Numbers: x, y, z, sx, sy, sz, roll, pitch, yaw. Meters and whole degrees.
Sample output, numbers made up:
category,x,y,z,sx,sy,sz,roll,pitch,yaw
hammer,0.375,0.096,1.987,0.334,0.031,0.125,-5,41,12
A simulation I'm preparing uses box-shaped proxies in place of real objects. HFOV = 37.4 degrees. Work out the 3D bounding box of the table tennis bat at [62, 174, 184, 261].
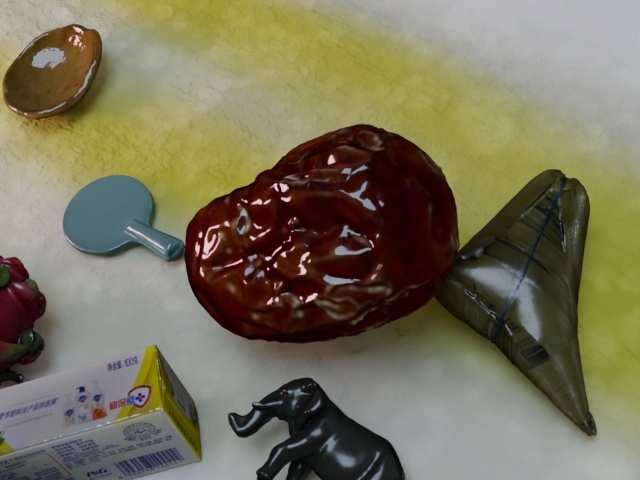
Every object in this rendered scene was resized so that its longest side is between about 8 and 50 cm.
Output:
category,x,y,z,sx,sy,sz,roll,pitch,yaw
table tennis bat,-0.305,-0.026,1.485,0.237,0.038,0.149,25,64,30

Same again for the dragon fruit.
category,x,y,z,sx,sy,sz,roll,pitch,yaw
dragon fruit,-0.518,0.127,1.327,0.272,0.219,0.198,-18,23,-26

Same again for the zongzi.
category,x,y,z,sx,sy,sz,roll,pitch,yaw
zongzi,0.326,0.070,1.246,0.260,0.123,0.289,-41,68,-17

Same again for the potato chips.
category,x,y,z,sx,sy,sz,roll,pitch,yaw
potato chips,-0.463,-0.288,1.669,0.195,0.062,0.208,-15,57,9

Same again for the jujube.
category,x,y,z,sx,sy,sz,roll,pitch,yaw
jujube,0.002,-0.001,1.227,0.376,0.276,0.277,-9,52,36

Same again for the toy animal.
category,x,y,z,sx,sy,sz,roll,pitch,yaw
toy animal,-0.004,0.272,1.195,0.245,0.114,0.146,37,77,6

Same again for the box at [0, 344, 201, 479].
category,x,y,z,sx,sy,sz,roll,pitch,yaw
box,-0.305,0.247,1.231,0.265,0.168,0.097,-17,53,3
